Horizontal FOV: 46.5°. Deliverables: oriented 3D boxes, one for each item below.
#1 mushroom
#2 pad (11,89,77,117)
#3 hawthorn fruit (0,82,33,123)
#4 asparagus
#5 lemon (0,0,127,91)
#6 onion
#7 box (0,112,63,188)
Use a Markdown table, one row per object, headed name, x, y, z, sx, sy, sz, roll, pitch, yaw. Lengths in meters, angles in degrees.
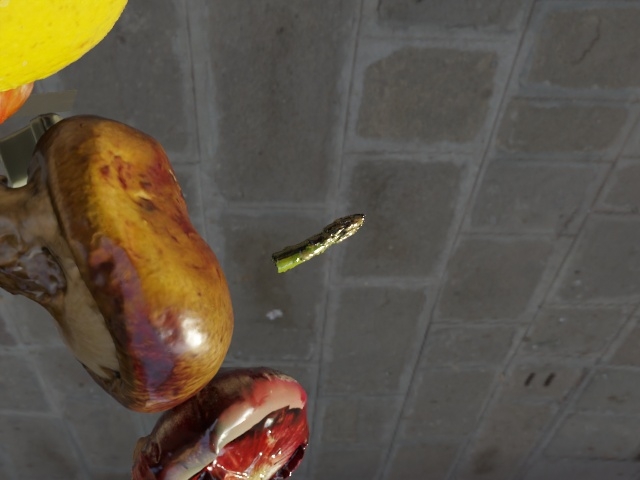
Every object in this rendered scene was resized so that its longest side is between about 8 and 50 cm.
| name | x | y | z | sx | sy | sz | roll | pitch | yaw |
| --- | --- | --- | --- | --- | --- | --- | --- | --- | --- |
| mushroom | -0.260 | 0.041 | 0.845 | 0.259 | 0.345 | 0.345 | -19 | 150 | -28 |
| pad | -0.599 | -0.288 | 1.573 | 0.157 | 0.003 | 0.112 | -14 | 171 | -30 |
| hawthorn fruit | -0.583 | -0.289 | 1.117 | 0.316 | 0.316 | 0.316 | 0 | 142 | 0 |
| asparagus | 0.000 | 0.000 | 1.129 | 0.165 | 0.036 | 0.030 | -30 | 155 | -18 |
| lemon | -0.260 | -0.240 | 0.527 | 0.293 | 0.293 | 0.293 | 0 | 142 | 0 |
| onion | -0.151 | 0.262 | 1.031 | 0.272 | 0.195 | 0.272 | -28 | 144 | -23 |
| box | -0.498 | -0.130 | 1.398 | 0.129 | 0.148 | 0.210 | -26 | 161 | -4 |
